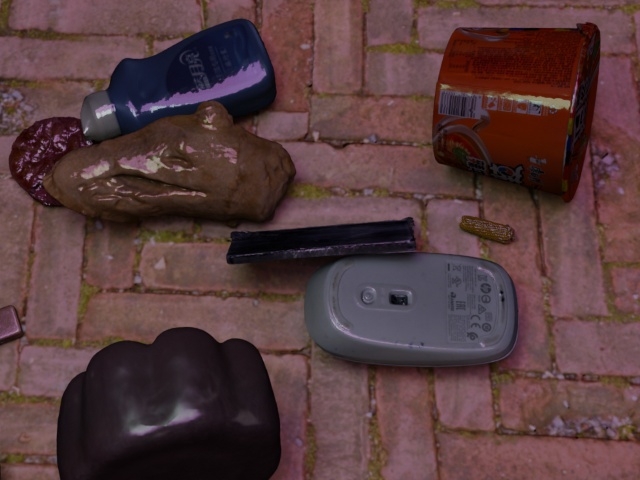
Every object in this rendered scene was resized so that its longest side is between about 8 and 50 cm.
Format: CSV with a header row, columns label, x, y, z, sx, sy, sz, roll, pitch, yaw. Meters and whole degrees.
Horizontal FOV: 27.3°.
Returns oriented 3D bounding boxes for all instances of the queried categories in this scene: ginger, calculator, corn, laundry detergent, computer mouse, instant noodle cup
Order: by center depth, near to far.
label,x,y,z,sx,sy,sz,roll,pitch,yaw
computer mouse,0.121,0.098,1.784,0.289,0.097,0.159,4,62,-6
calculator,0.000,0.000,1.808,0.262,0.161,0.021,-4,102,3
instant noodle cup,0.270,-0.188,1.820,0.192,0.250,0.250,10,69,16
ginger,-0.212,-0.095,1.848,0.354,0.189,0.126,-8,29,-4
corn,0.238,-0.017,1.858,0.083,0.027,0.028,17,91,11
laundry detergent,-0.216,-0.223,1.922,0.290,0.094,0.143,-20,66,-11

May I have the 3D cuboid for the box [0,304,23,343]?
label,x,y,z,sx,sy,sz,roll,pitch,yaw
box,-0.477,0.131,1.846,0.115,0.025,0.048,-21,73,-5

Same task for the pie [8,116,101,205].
label,x,y,z,sx,sy,sz,roll,pitch,yaw
pie,-0.382,-0.118,1.935,0.155,0.036,0.154,-2,67,4

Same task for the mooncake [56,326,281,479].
label,x,y,z,sx,sy,sz,roll,pitch,yaw
mooncake,-0.187,0.236,1.644,0.306,0.306,0.154,-12,60,-1
